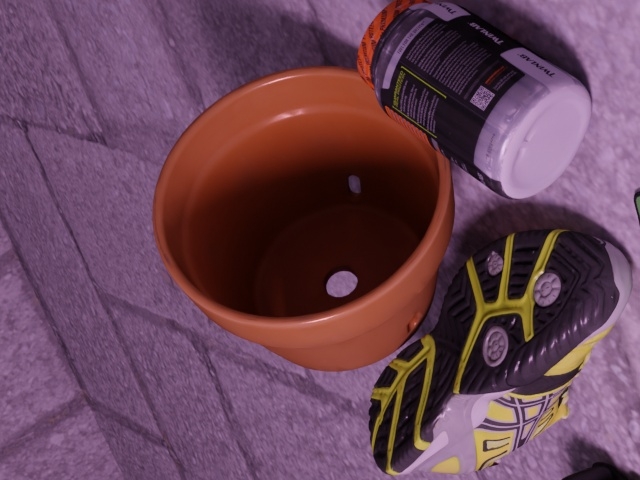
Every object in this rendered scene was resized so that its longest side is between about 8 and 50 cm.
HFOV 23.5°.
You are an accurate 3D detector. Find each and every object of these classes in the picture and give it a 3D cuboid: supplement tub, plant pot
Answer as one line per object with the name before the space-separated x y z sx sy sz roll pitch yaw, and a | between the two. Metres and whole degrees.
supplement tub | 0.127 -0.128 1.316 0.190 0.117 0.117 40 150 33
plant pot | 0.000 0.000 1.540 0.291 0.291 0.203 42 167 30

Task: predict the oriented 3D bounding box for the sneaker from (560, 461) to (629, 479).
sneaker | 0.272 0.295 1.590 0.130 0.087 0.227 59 152 1

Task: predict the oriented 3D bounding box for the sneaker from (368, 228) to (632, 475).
sneaker | 0.189 0.111 1.491 0.384 0.147 0.145 -47 41 49

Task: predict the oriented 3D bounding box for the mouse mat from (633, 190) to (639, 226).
mouse mat | 0.333 0.051 1.283 0.153 0.007 0.189 22 139 52
